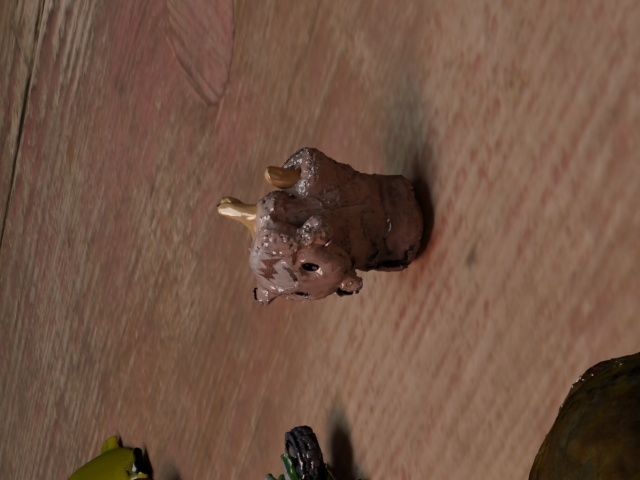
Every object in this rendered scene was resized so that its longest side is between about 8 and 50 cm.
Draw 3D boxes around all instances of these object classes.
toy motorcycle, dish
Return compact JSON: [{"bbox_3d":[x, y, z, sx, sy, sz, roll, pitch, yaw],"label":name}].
[{"bbox_3d":[0.003,0.246,1.336,0.106,0.074,0.190,100,156,-49],"label":"toy motorcycle"},{"bbox_3d":[-0.271,0.374,1.965,0.221,0.108,0.262,-175,82,-67],"label":"dish"}]

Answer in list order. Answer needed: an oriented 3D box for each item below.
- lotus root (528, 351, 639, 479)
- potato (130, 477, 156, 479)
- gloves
[{"bbox_3d":[0.191,0.156,0.736,0.275,0.160,0.152,-120,24,-49],"label":"lotus root"},{"bbox_3d":[-0.201,0.338,1.817,0.107,0.080,0.170,54,141,43],"label":"potato"},{"bbox_3d":[0.005,-0.006,1.193,0.110,0.144,0.094,80,172,-55],"label":"gloves"}]
